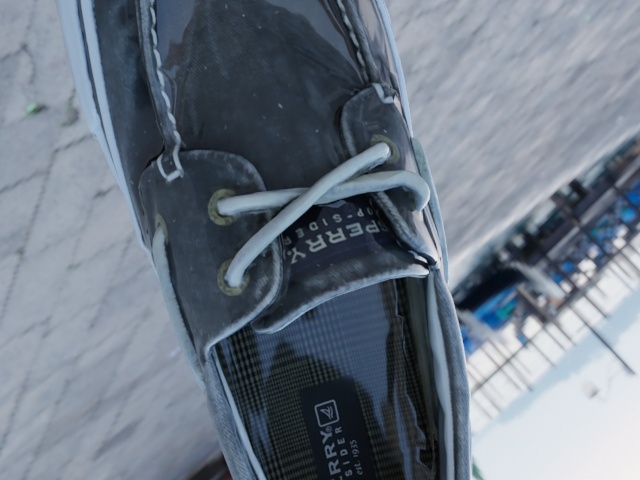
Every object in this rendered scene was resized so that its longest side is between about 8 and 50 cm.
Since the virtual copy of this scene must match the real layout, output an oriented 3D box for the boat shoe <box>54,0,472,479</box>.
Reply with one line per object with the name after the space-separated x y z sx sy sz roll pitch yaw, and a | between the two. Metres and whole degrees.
0.000 0.000 0.417 0.121 0.335 0.119 -21 -164 -13 | boat shoe
